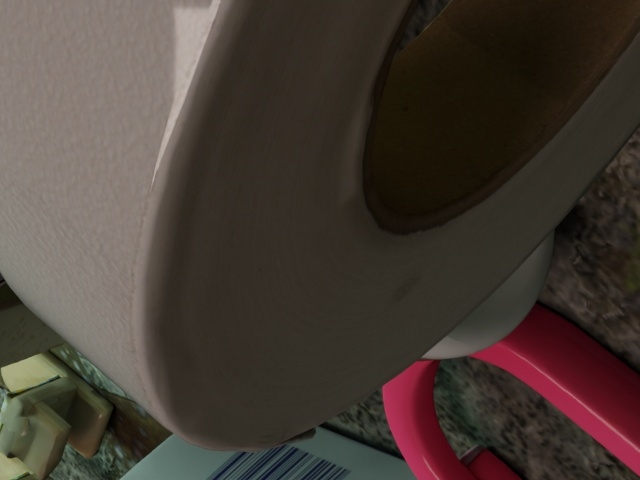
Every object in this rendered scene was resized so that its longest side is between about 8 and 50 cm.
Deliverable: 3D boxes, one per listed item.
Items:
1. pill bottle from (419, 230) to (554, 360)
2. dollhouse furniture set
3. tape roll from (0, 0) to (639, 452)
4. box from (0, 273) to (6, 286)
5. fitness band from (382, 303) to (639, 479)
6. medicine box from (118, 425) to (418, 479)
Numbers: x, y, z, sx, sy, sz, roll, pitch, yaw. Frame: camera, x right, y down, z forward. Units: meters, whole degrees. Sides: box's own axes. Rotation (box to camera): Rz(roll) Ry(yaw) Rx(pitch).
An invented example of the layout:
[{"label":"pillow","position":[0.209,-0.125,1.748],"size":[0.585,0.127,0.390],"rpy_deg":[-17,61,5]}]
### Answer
[{"label":"pill bottle","position":[0.000,0.000,0.917],"size":[0.264,0.153,0.153],"rpy_deg":[-12,113,57]},{"label":"dollhouse furniture set","position":[-0.398,0.140,1.419],"size":[0.256,0.362,0.394],"rpy_deg":[37,121,24]},{"label":"tape roll","position":[0.057,-0.103,0.500],"size":[0.072,0.392,0.392],"rpy_deg":[38,147,20]},{"label":"box","position":[-0.338,-0.125,1.170],"size":[0.295,0.073,0.293],"rpy_deg":[62,176,-27]},{"label":"fitness band","position":[0.164,0.152,0.973],"size":[0.291,0.054,0.209],"rpy_deg":[39,145,17]},{"label":"medicine box","position":[0.002,0.300,1.243],"size":[0.263,0.149,0.289],"rpy_deg":[15,135,45]}]
